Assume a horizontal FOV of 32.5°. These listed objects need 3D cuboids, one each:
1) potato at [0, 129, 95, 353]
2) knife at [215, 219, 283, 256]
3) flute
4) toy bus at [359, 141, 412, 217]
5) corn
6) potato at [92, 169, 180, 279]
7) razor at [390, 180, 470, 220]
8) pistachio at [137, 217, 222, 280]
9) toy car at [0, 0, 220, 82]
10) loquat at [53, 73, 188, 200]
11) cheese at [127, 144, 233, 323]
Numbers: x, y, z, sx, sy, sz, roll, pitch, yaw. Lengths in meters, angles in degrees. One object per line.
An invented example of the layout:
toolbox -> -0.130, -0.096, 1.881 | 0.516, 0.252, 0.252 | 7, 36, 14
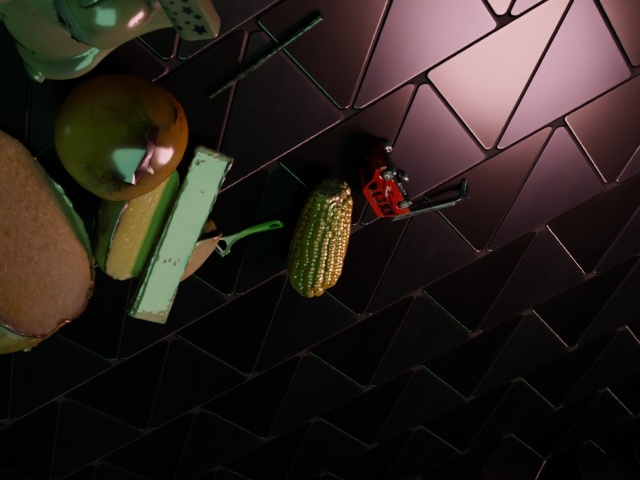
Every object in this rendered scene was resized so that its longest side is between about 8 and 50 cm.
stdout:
potato -> -0.657, 0.033, 1.979 | 0.320, 0.385, 0.442 | -19, 136, 24
knife -> -0.162, -0.015, 2.418 | 0.166, 0.022, 0.078 | -22, 151, 10
flute -> -0.102, -0.337, 2.016 | 0.270, 0.014, 0.014 | -32, 142, 20
toy bus -> 0.133, -0.128, 2.345 | 0.089, 0.081, 0.195 | -15, 147, 14
corn -> 0.000, 0.000, 2.421 | 0.130, 0.130, 0.347 | -4, 139, -17
potato -> -0.386, -0.057, 2.171 | 0.160, 0.111, 0.271 | -16, 135, -54
razor -> 0.250, -0.080, 2.496 | 0.190, 0.033, 0.066 | -18, 144, 2
pistachio -> -0.307, 0.018, 2.315 | 0.215, 0.144, 0.144 | -32, 142, 12
toy car -> -0.345, -0.373, 1.680 | 0.336, 0.226, 0.242 | -22, 145, 5
loquat -> -0.353, -0.183, 1.934 | 0.235, 0.235, 0.235 | -11, 144, -8
cheese -> -0.286, -0.006, 2.211 | 0.085, 0.034, 0.400 | 18, 110, -18
